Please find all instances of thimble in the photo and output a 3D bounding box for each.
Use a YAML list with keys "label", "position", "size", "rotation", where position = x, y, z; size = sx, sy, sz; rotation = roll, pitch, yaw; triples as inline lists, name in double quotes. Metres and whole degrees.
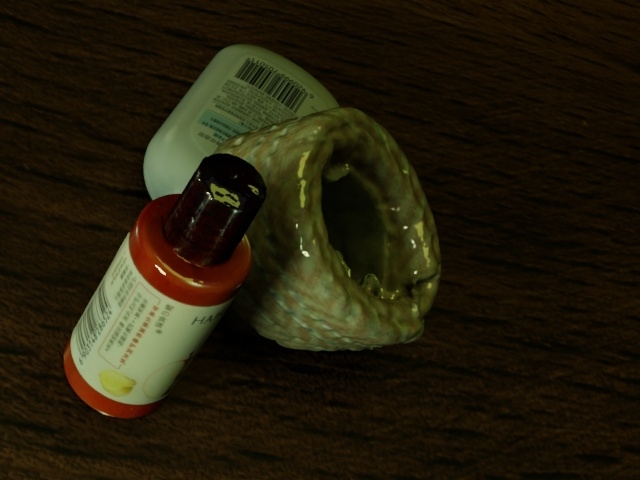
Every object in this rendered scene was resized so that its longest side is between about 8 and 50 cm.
- label: "thimble"
  position: [-0.001, -0.007, 1.548]
  size: [0.229, 0.148, 0.196]
  rotation: [45, 52, -36]

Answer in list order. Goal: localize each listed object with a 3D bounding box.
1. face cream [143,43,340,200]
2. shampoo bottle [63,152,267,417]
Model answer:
- label: "face cream"
  position: [-0.092, -0.067, 1.653]
  size: [0.163, 0.080, 0.337]
  rotation: [33, 43, -4]
- label: "shampoo bottle"
  position: [-0.125, 0.034, 1.393]
  size: [0.104, 0.278, 0.104]
  rotation: [17, 45, -18]
